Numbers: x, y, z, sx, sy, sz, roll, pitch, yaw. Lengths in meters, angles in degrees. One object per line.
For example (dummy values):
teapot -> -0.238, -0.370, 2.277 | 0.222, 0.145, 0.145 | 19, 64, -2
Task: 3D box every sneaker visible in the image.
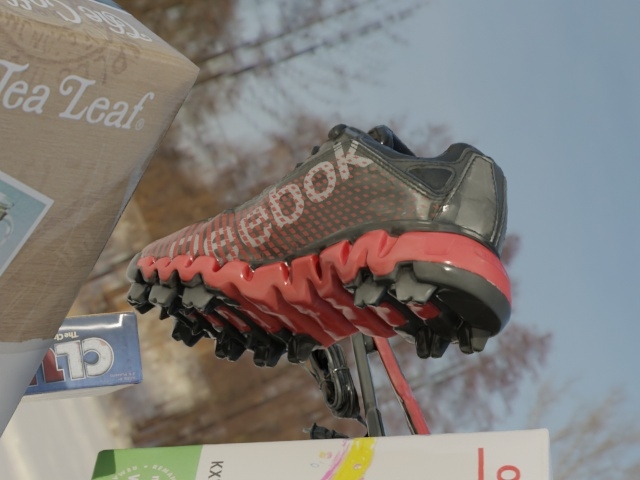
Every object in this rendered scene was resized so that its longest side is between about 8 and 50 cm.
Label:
sneaker -> 0.000, 0.000, 0.927 | 0.097, 0.276, 0.135 | 42, 54, -41

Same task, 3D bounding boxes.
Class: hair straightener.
hair straightener -> 0.025, 0.117, 1.136 | 0.047, 0.089, 0.230 | 72, -3, -58

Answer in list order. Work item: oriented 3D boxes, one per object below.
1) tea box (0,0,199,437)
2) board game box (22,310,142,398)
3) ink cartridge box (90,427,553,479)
tea box -> -0.286, -0.072, 0.553 | 0.323, 0.220, 0.329 | 36, 15, 27
board game box -> -0.237, 0.079, 0.892 | 0.165, 0.243, 0.042 | 152, -67, -73
ink cartridge box -> 0.035, 0.220, 0.883 | 0.207, 0.353, 0.119 | -84, 166, -51
